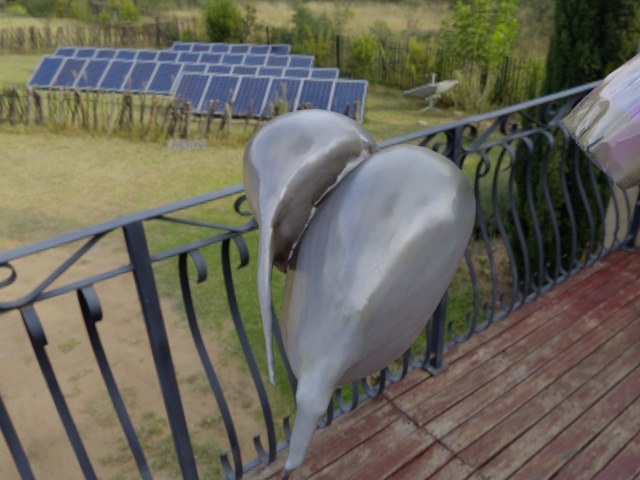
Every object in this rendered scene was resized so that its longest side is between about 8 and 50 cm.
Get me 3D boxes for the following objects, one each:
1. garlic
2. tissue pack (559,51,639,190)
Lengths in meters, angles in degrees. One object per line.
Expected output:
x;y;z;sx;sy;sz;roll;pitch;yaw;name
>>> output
0.000;0.000;0.494;0.232;0.245;0.340;33;32;3;garlic
0.481;-0.197;0.722;0.123;0.257;0.215;44;25;-6;tissue pack
